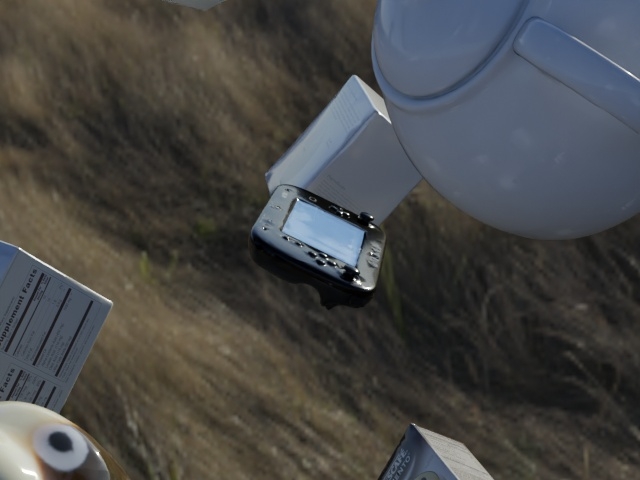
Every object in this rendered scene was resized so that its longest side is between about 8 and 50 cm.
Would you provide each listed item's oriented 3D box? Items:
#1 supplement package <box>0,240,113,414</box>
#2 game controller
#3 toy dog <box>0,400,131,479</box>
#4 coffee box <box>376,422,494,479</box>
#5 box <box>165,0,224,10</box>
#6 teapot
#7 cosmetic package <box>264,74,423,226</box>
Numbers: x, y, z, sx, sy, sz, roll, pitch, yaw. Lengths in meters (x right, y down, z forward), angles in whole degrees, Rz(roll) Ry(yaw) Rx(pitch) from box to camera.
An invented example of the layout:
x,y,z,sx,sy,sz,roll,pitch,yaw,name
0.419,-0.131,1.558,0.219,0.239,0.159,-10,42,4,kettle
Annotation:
x,y,z,sx,sy,sz,roll,pitch,yaw,name
-0.385,0.098,1.397,0.261,0.145,0.204,15,76,40,supplement package
0.000,0.000,1.695,0.166,0.067,0.319,34,15,-4,game controller
-0.279,0.316,0.982,0.284,0.395,0.408,20,79,35,toy dog
0.202,0.440,2.137,0.118,0.168,0.297,24,9,-25,coffee box
-0.171,-0.455,1.468,0.215,0.345,0.168,9,-8,-27,box
0.122,-0.129,0.830,0.187,0.253,0.256,23,-30,-34,teapot
0.043,-0.112,2.100,0.225,0.138,0.224,-49,19,12,cosmetic package
